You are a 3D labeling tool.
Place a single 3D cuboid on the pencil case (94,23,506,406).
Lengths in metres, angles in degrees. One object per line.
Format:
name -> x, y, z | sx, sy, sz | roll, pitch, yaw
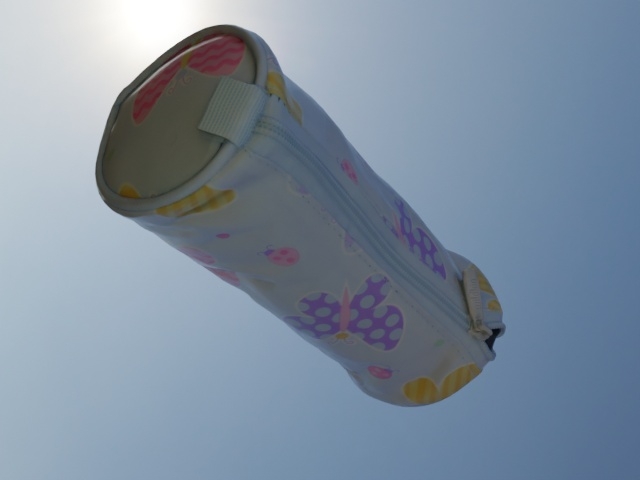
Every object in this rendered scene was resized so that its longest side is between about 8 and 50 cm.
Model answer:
pencil case -> 0.000, 0.000, 0.519 | 0.113, 0.273, 0.124 | -54, -139, -5
